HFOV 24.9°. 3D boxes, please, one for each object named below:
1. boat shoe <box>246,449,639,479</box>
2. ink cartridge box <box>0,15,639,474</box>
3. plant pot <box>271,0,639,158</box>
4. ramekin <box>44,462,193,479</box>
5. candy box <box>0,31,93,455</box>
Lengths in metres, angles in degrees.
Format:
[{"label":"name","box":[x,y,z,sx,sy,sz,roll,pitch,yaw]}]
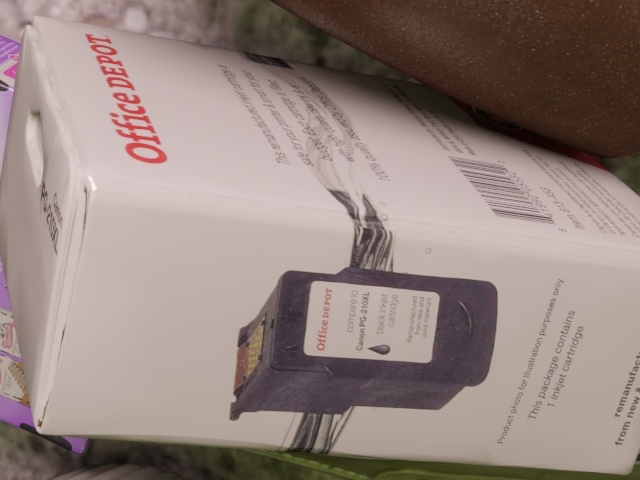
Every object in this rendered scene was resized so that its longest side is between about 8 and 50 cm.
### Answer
[{"label":"boat shoe","box":[0.070,0.089,0.674,0.302,0.109,0.094,4,114,7]},{"label":"ink cartridge box","box":[0.000,0.000,0.571,0.237,0.172,0.100,7,113,-21]},{"label":"plant pot","box":[0.067,-0.144,0.554,0.230,0.215,0.215,39,112,-20]},{"label":"ramekin","box":[-0.107,0.211,0.728,0.207,0.109,0.207,4,102,20]},{"label":"candy box","box":[-0.170,-0.014,0.699,0.196,0.070,0.165,24,112,1]}]
